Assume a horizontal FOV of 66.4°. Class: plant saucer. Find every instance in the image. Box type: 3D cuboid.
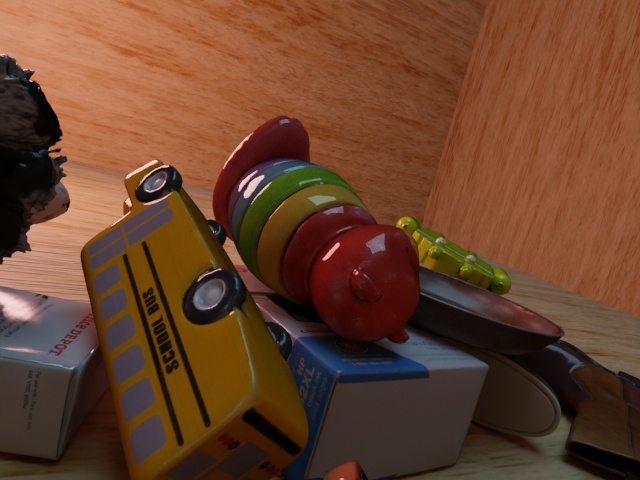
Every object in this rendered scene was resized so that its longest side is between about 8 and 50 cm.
[{"bbox_3d":[0.174,0.086,0.692,0.310,0.050,0.310,20,6,-2],"label":"plant saucer"}]

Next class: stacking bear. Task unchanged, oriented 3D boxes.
[{"bbox_3d":[0.000,0.000,0.544,0.289,0.164,0.175,42,-16,49],"label":"stacking bear"}]

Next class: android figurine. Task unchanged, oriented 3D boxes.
[{"bbox_3d":[0.257,0.031,0.967,0.248,0.056,0.273,33,12,14],"label":"android figurine"}]

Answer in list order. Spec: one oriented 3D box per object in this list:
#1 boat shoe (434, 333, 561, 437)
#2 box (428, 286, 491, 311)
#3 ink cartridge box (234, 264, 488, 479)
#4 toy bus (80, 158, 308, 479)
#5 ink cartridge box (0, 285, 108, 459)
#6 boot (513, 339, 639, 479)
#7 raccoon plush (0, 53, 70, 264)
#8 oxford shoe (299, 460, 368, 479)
[{"bbox_3d":[0.181,0.176,0.726,0.335,0.112,0.095,16,13,29],"label":"boat shoe"},{"bbox_3d":[0.250,0.147,0.947,0.122,0.128,0.256,22,11,25],"label":"box"},{"bbox_3d":[0.002,0.138,0.599,0.223,0.129,0.307,8,12,-36],"label":"ink cartridge box"},{"bbox_3d":[-0.128,0.059,0.452,0.333,0.130,0.108,50,-6,43],"label":"toy bus"},{"bbox_3d":[-0.305,0.104,0.442,0.208,0.087,0.153,13,8,-8],"label":"ink cartridge box"},{"bbox_3d":[0.385,0.258,0.744,0.264,0.096,0.280,27,21,22],"label":"boot"},{"bbox_3d":[-0.413,-0.126,0.398,0.299,0.216,0.446,18,-23,47],"label":"raccoon plush"},{"bbox_3d":[-0.006,0.234,0.232,0.098,0.097,0.271,-19,16,6],"label":"oxford shoe"}]
